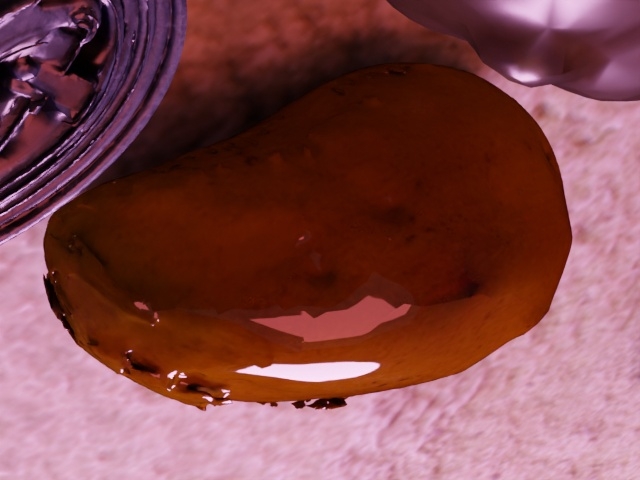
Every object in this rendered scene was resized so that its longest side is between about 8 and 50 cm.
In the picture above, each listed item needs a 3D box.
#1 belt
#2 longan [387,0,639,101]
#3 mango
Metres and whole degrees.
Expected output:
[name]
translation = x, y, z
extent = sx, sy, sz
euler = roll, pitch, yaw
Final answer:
[belt]
translation = -0.140, -0.063, 0.481
extent = 0.190, 0.082, 0.141
euler = -35, 139, 5
[longan]
translation = 0.097, -0.135, 0.482
extent = 0.189, 0.189, 0.189
euler = -19, 143, -15
[mango]
translation = 0.000, 0.000, 0.621
extent = 0.248, 0.151, 0.156
euler = -6, 108, -20
